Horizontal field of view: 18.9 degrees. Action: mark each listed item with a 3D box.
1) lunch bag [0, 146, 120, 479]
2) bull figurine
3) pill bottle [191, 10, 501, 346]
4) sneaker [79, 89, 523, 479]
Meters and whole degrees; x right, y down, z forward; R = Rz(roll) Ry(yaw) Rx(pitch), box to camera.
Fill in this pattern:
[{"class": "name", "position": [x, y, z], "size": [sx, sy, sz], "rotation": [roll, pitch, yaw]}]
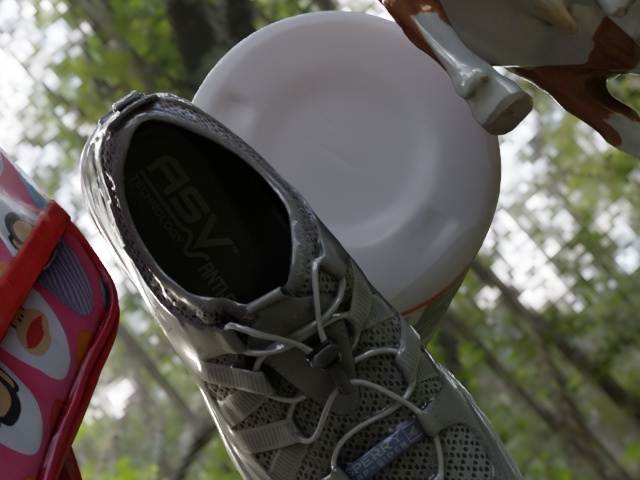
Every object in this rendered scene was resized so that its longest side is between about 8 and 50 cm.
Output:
[{"class": "lunch bag", "position": [-0.182, 0.028, 0.726], "size": [0.120, 0.258, 0.293], "rotation": [-38, 13, 13]}, {"class": "bull figurine", "position": [0.100, -0.113, 0.851], "size": [0.310, 0.188, 0.101], "rotation": [9, -56, -52]}, {"class": "pill bottle", "position": [0.000, 0.000, 1.061], "size": [0.161, 0.161, 0.283], "rotation": [-35, -11, -14]}, {"class": "sneaker", "position": [-0.015, 0.050, 0.841], "size": [0.105, 0.281, 0.115], "rotation": [-42, -6, -5]}]
